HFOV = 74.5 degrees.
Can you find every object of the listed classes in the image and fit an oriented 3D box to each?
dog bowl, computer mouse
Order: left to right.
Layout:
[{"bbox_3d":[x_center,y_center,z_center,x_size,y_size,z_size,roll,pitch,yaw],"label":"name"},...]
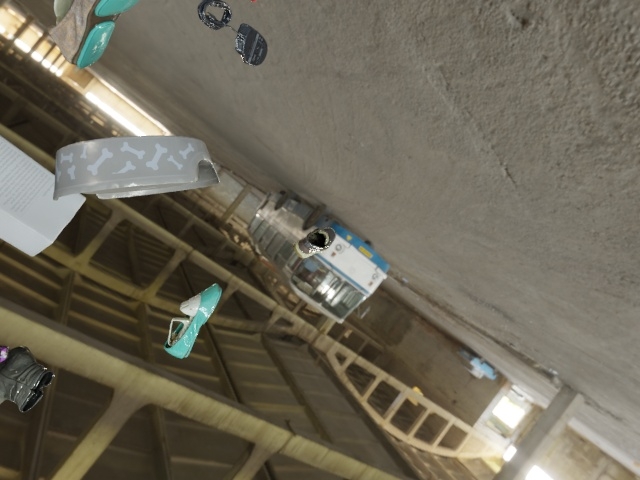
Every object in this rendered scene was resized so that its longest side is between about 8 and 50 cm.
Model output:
[{"bbox_3d":[-0.409,-0.159,0.946,0.349,0.102,0.349,-6,-174,1],"label":"dog bowl"},{"bbox_3d":[-0.176,-0.416,0.845,0.041,0.071,0.242,25,-171,16],"label":"computer mouse"}]

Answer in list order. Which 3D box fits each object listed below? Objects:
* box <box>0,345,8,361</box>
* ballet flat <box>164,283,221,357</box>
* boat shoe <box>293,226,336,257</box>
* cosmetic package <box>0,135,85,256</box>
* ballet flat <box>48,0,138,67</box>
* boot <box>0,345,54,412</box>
[{"bbox_3d":[-0.667,0.224,0.756,0.116,0.029,0.162,4,-177,-12],"label":"box"},{"bbox_3d":[-0.378,0.228,1.215,0.087,0.247,0.083,26,-175,-33],"label":"ballet flat"},{"bbox_3d":[0.000,0.000,0.951,0.056,0.049,0.152,60,-145,-1],"label":"boat shoe"},{"bbox_3d":[-1.045,-0.181,1.353,0.453,0.161,0.230,46,-143,-32],"label":"cosmetic package"},{"bbox_3d":[-0.404,-0.434,0.747,0.106,0.316,0.107,54,-144,-16],"label":"ballet flat"},{"bbox_3d":[-0.896,0.445,1.215,0.161,0.246,0.083,32,174,23],"label":"boot"}]
